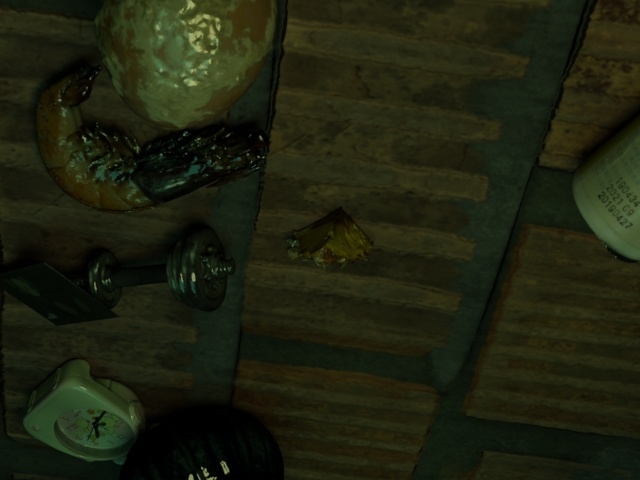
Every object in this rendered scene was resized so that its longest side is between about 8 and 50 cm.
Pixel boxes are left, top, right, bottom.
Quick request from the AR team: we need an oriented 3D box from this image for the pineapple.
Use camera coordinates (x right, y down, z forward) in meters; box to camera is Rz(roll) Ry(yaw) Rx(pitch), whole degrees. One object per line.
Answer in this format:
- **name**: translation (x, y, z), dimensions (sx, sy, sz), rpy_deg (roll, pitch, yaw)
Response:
- **pineapple**: translation (0.000, 0.000, 1.641), dimensions (0.114, 0.114, 0.077), rpy_deg (-7, 96, 32)

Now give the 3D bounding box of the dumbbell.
- **dumbbell**: translation (-0.230, 0.047, 1.670), dimensions (0.254, 0.110, 0.110), rpy_deg (-7, 132, 17)

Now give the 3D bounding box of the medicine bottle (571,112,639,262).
- **medicine bottle**: translation (0.421, -0.100, 1.452), dimensions (0.143, 0.143, 0.258), rpy_deg (31, 128, -22)

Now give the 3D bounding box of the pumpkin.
- **pumpkin**: translation (-0.161, 0.378, 1.857), dimensions (0.248, 0.248, 0.248), rpy_deg (2, 133, 2)

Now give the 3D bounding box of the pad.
- **pad**: translation (-0.360, 0.075, 1.707), dimensions (0.127, 0.004, 0.190), rpy_deg (39, 151, -27)

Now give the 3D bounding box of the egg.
- **egg**: translation (-0.141, -0.228, 1.349), dimensions (0.194, 0.195, 0.233), rpy_deg (11, 120, -6)

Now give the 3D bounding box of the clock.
- **clock**: translation (-0.332, 0.265, 1.900), dimensions (0.191, 0.062, 0.151), rpy_deg (34, 126, -25)

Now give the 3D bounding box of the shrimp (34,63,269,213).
- **shrimp**: translation (-0.211, -0.129, 1.533), dimensions (0.290, 0.054, 0.222), rpy_deg (-9, 131, 17)
